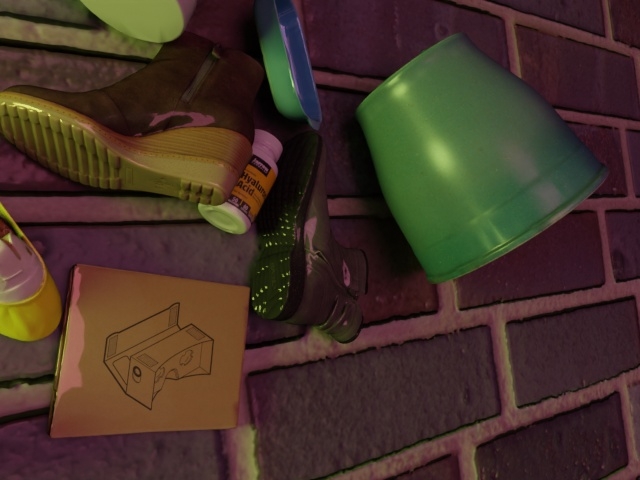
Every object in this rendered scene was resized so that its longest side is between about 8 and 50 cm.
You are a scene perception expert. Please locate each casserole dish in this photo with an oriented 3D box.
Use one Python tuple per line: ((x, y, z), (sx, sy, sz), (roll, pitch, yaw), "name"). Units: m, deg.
((-0.042, -0.225, 0.732), (0.114, 0.037, 0.188), (-15, 91, -74), "casserole dish")

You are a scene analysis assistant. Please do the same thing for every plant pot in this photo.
((0.190, -0.123, 0.793), (0.272, 0.272, 0.255), (-34, 90, -35), "plant pot")

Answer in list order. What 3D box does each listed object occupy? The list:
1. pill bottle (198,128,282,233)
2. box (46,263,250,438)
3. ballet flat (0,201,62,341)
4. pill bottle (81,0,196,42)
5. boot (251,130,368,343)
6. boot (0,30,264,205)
((-0.089, -0.071, 0.686), (0.065, 0.065, 0.116), (37, 63, -27), "pill bottle")
((-0.171, 0.119, 0.623), (0.201, 0.021, 0.164), (12, 77, -38), "box")
((-0.302, -0.008, 0.510), (0.077, 0.077, 0.231), (-39, 107, -37), "ballet flat")
((-0.155, -0.354, 0.620), (0.153, 0.153, 0.264), (29, 67, -30), "pill bottle")
((0.000, 0.000, 0.750), (0.161, 0.083, 0.246), (22, 71, -45), "boot")
((-0.188, -0.151, 0.626), (0.248, 0.090, 0.207), (18, 54, -16), "boot")
